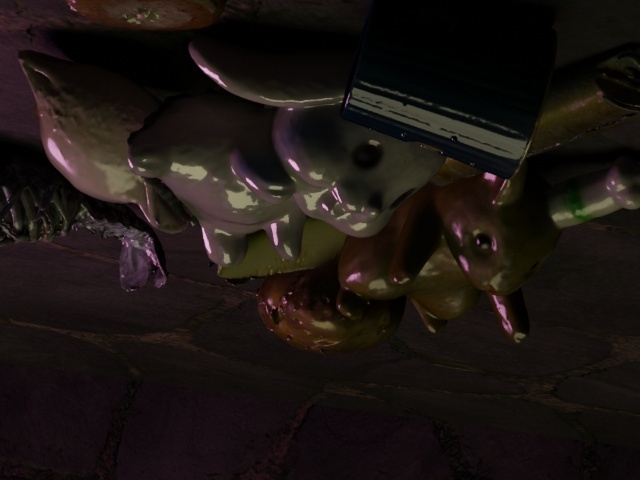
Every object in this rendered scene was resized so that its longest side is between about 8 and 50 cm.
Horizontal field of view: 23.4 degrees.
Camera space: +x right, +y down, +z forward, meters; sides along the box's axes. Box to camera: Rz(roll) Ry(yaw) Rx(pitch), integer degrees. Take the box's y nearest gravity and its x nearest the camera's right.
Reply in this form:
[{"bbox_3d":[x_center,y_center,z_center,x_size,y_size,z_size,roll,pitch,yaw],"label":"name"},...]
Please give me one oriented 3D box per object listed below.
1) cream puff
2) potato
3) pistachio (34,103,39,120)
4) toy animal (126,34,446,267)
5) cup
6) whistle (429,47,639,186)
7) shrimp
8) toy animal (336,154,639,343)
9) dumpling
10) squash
[{"bbox_3d":[-0.126,-0.216,1.162,0.144,0.103,0.126,4,170,21],"label":"cream puff"},{"bbox_3d":[0.014,0.083,2.041,0.192,0.141,0.296,7,-177,9],"label":"potato"},{"bbox_3d":[-0.235,-0.101,1.682,0.189,0.100,0.110,21,159,-40],"label":"pistachio"},{"bbox_3d":[-0.022,-0.085,1.477,0.289,0.174,0.249,9,154,8],"label":"toy animal"},{"bbox_3d":[0.104,-0.138,1.309,0.155,0.131,0.176,16,-169,-4],"label":"cup"},{"bbox_3d":[0.199,-0.111,1.435,0.068,0.057,0.326,42,152,-18],"label":"whistle"},{"bbox_3d":[-0.369,-0.028,1.976,0.411,0.166,0.221,7,169,-43],"label":"shrimp"},{"bbox_3d":[0.169,0.001,1.648,0.181,0.180,0.363,20,162,-30],"label":"toy animal"},{"bbox_3d":[-0.206,-0.113,1.546,0.216,0.126,0.166,24,-160,8],"label":"dumpling"},{"bbox_3d":[0.000,0.000,1.900,0.252,0.169,0.093,14,120,-13],"label":"squash"}]
